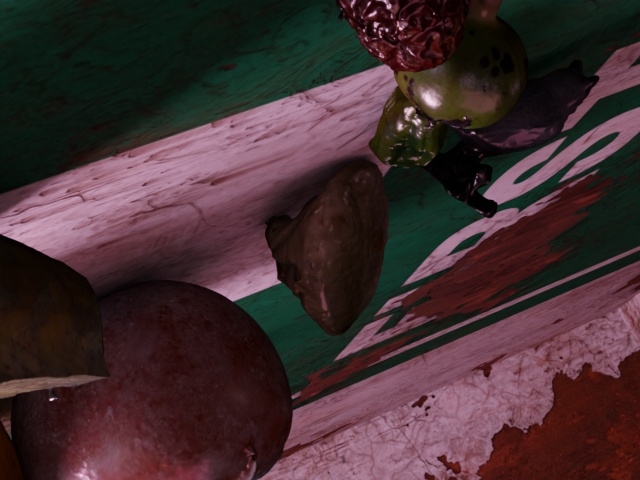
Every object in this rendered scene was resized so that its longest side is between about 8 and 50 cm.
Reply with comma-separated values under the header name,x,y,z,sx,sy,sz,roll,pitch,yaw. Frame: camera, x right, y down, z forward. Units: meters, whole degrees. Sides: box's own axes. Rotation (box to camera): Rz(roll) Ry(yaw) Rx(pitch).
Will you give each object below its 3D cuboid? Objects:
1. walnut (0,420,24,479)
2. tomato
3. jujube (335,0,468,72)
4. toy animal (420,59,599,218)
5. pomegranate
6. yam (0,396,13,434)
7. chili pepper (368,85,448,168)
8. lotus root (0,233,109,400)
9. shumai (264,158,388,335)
name,x,y,z,sx,sy,sz,roll,pitch,yaw
walnut,-0.403,0.242,1.588,0.209,0.209,0.336,-19,132,-32
tomato,-0.185,0.196,1.716,0.317,0.282,0.316,-29,172,-4
jujube,0.062,-0.183,1.163,0.104,0.104,0.166,-28,166,6
toy animal,0.194,-0.140,1.678,0.210,0.121,0.117,-44,121,1
pomegranate,0.127,-0.169,1.341,0.122,0.122,0.161,-15,134,-41
yam,-0.363,0.193,1.832,0.146,0.069,0.070,-14,163,-20
chili pepper,0.094,-0.122,1.531,0.072,0.073,0.204,-9,161,-13
lotus root,-0.351,0.063,1.224,0.267,0.149,0.260,-13,168,20
shumai,0.000,0.000,1.721,0.120,0.201,0.201,12,-179,22
